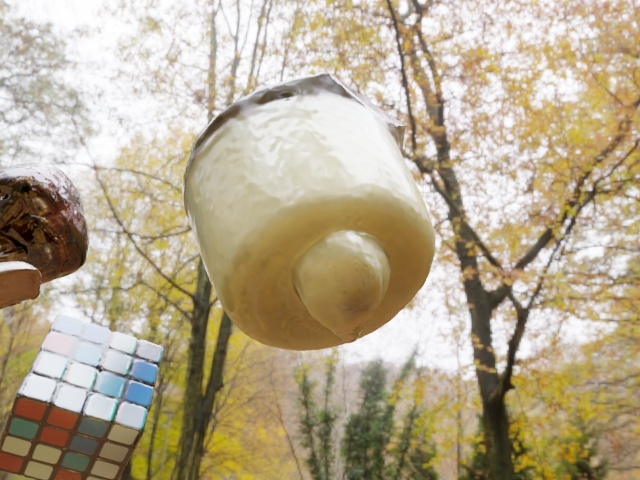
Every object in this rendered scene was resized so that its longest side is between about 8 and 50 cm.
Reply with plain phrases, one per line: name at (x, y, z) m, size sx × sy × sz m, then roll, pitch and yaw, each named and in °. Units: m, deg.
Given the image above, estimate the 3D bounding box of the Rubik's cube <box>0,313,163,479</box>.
Rubik's cube at (-0.315, 0.219, 0.849) m, size 0.155 × 0.151 × 0.154 m, roll 23°, pitch -57°, yaw -15°

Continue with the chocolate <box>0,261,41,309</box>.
chocolate at (-0.303, 0.040, 0.566) m, size 0.101 × 0.031 × 0.064 m, roll -20°, pitch -22°, yaw -28°

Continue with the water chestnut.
water chestnut at (-0.624, -0.029, 1.324) m, size 0.289 × 0.289 × 0.244 m, roll -9°, pitch -17°, yaw 29°

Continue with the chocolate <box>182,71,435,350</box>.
chocolate at (0.000, 0.000, 0.839) m, size 0.314 × 0.297 × 0.326 m, roll -42°, pitch -35°, yaw 21°
